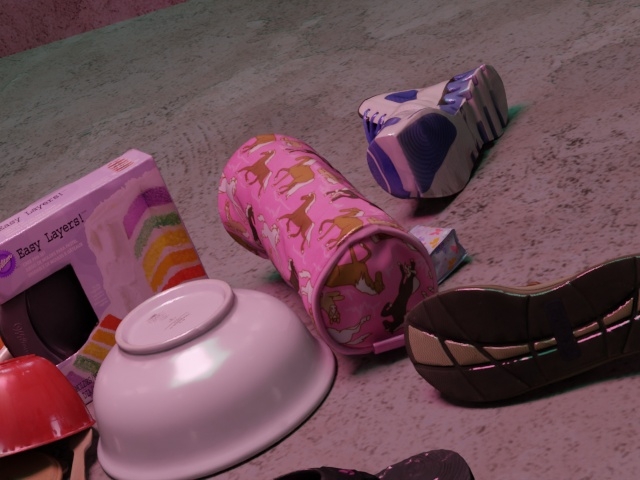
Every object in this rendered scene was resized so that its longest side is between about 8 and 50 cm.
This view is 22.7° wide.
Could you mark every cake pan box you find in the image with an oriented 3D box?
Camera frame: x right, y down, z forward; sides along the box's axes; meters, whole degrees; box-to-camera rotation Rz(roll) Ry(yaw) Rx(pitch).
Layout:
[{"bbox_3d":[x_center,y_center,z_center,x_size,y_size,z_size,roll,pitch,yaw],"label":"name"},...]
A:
[{"bbox_3d":[-0.280,0.054,1.966,0.267,0.246,0.070,-31,23,-21],"label":"cake pan box"}]

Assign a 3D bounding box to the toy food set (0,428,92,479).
[{"bbox_3d":[-0.346,0.284,1.796,0.192,0.038,0.132,-15,30,4],"label":"toy food set"}]

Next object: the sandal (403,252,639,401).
[{"bbox_3d":[0.232,0.090,1.615,0.303,0.120,0.086,-12,-3,20],"label":"sandal"}]

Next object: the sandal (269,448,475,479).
[{"bbox_3d":[-0.055,0.294,1.391,0.446,0.107,0.167,-29,23,-15],"label":"sandal"}]

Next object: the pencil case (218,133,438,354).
[{"bbox_3d":[0.000,0.000,1.895,0.160,0.167,0.386,-53,28,3],"label":"pencil case"}]

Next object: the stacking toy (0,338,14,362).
[{"bbox_3d":[-0.605,0.000,2.036,0.350,0.480,0.350,-25,33,18],"label":"stacking toy"}]

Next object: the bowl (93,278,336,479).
[{"bbox_3d":[-0.141,0.136,1.800,0.298,0.134,0.298,-19,23,8],"label":"bowl"}]

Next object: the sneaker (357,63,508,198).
[{"bbox_3d":[0.124,-0.136,2.202,0.182,0.127,0.315,-12,18,34],"label":"sneaker"}]

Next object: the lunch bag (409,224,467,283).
[{"bbox_3d":[0.122,0.022,1.916,0.083,0.053,0.071,-45,28,-25],"label":"lunch bag"}]

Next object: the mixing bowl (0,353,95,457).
[{"bbox_3d":[-0.361,0.190,1.852,0.181,0.098,0.181,-14,1,0],"label":"mixing bowl"}]
